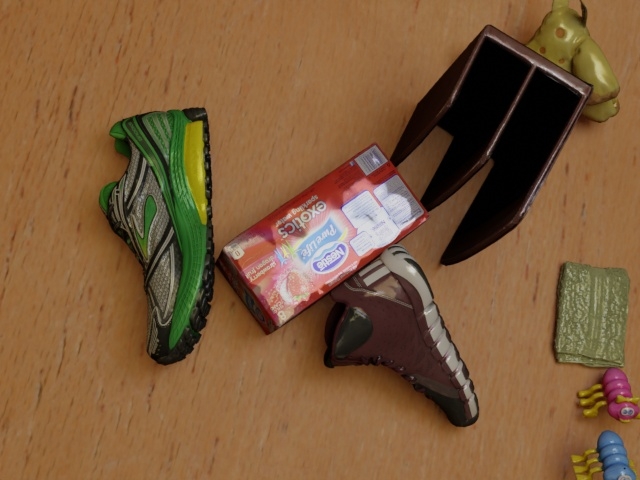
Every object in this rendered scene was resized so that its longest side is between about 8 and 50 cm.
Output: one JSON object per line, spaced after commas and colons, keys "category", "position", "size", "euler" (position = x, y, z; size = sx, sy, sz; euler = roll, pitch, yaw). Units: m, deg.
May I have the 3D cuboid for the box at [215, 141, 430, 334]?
{"category": "box", "position": [0.000, 0.000, 1.353], "size": [0.257, 0.122, 0.128], "euler": [-36, 87, -15]}

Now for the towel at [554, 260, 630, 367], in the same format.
{"category": "towel", "position": [0.387, 0.107, 1.456], "size": [0.110, 0.027, 0.148], "euler": [8, 79, -8]}

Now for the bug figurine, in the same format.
{"category": "bug figurine", "position": [0.470, 0.257, 1.366], "size": [0.278, 0.072, 0.216], "euler": [2, 40, -8]}

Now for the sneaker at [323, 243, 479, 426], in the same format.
{"category": "sneaker", "position": [0.091, 0.153, 1.333], "size": [0.162, 0.106, 0.281], "euler": [-27, 111, -4]}

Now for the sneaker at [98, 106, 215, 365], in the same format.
{"category": "sneaker", "position": [-0.211, -0.005, 1.326], "size": [0.146, 0.134, 0.344], "euler": [-3, 71, -4]}

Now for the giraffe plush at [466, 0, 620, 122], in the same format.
{"category": "giraffe plush", "position": [0.308, -0.239, 1.446], "size": [0.170, 0.210, 0.181], "euler": [-27, 52, 9]}

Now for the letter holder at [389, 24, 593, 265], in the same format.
{"category": "letter holder", "position": [0.184, -0.102, 1.315], "size": [0.152, 0.302, 0.214], "euler": [30, 76, -4]}
